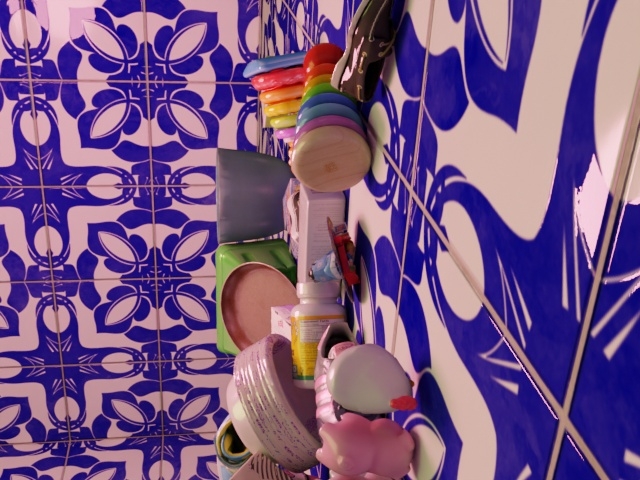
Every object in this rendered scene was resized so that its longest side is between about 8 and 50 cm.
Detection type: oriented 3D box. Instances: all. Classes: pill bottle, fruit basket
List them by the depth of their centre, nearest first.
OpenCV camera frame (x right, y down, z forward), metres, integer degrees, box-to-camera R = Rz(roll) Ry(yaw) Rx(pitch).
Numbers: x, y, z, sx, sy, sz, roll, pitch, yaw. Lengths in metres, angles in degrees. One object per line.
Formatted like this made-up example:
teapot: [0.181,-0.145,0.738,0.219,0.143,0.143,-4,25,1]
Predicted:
pill bottle: [-0.002,0.189,1.557,0.117,0.117,0.209,152,116,-80]
fruit basket: [-0.210,0.168,2.483,0.392,0.282,0.393,24,117,60]

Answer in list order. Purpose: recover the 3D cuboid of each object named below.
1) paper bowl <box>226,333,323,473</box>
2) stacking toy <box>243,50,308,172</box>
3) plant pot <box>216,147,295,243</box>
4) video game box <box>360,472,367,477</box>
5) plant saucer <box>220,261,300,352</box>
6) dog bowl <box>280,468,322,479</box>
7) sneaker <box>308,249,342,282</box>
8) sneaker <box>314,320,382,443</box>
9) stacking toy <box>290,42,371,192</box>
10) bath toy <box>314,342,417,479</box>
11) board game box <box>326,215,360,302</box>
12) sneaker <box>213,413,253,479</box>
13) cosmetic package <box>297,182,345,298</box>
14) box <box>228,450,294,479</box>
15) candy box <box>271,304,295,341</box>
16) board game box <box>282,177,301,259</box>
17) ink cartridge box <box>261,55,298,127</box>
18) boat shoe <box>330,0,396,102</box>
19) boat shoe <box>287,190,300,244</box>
paper bowl: [-0.090,0.350,1.620,0.284,0.148,0.284,56,-167,-19]
stacking toy: [-0.069,-0.302,1.894,0.175,0.165,0.302,-169,66,-69]
plant pot: [-0.199,-0.136,2.363,0.293,0.235,0.293,180,90,-80]
video game box: [0.062,0.426,1.410,0.205,0.048,0.187,-104,18,-56]
plant saucer: [-0.156,0.207,2.208,0.050,0.310,0.311,-23,-60,-54]
dog bowl: [-0.062,0.762,1.894,0.408,0.150,0.408,178,90,-80]
sneaker: [0.010,0.050,1.517,0.162,0.073,0.064,-1,-106,-83]
sneaker: [0.041,0.252,1.320,0.319,0.112,0.131,-118,25,-68]
stacking toy: [0.010,-0.247,1.423,0.141,0.141,0.330,99,170,-47]
bath toy: [0.074,0.315,1.099,0.129,0.151,0.349,21,115,38]
board game box: [0.052,0.032,1.438,0.133,0.033,0.169,-82,-26,-75]
sneaker: [-0.194,0.499,1.780,0.208,0.127,0.319,-64,-16,-72]
cosmetic package: [0.000,0.000,1.636,0.117,0.085,0.231,-110,19,-64]
box: [-0.051,0.538,1.477,0.275,0.094,0.113,35,144,19]
candy box: [-0.074,0.290,2.056,0.165,0.070,0.196,-147,55,-62]
board game box: [-0.058,-0.073,2.051,0.194,0.060,0.194,105,161,-62]
ink cartridge box: [-0.115,-0.382,2.253,0.189,0.096,0.255,107,160,-63]
boat shoe: [0.079,-0.300,1.172,0.081,0.068,0.228,-50,-8,-30]
boat shoe: [-0.029,-0.065,1.868,0.070,0.077,0.219,-47,26,23]
